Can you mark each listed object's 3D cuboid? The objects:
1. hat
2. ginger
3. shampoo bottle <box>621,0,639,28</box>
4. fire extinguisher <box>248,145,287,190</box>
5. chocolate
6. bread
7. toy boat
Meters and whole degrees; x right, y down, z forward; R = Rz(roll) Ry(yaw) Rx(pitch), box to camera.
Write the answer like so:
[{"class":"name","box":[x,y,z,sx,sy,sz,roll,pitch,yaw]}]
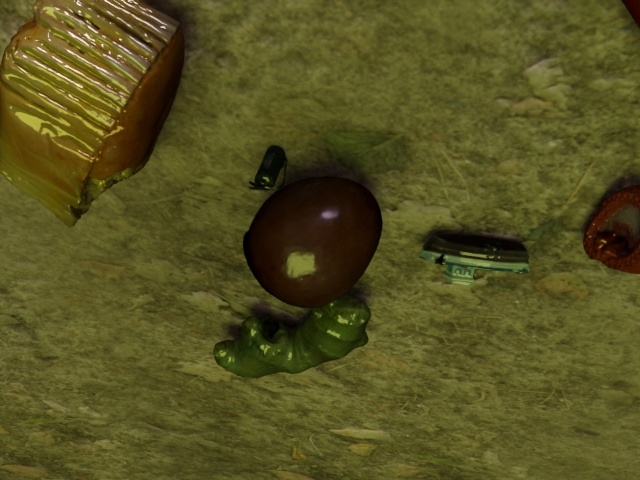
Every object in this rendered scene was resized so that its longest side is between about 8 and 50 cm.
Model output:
[{"class":"hat","box":[0.414,-0.010,0.572,0.163,0.093,0.112,-3,142,-11]},{"class":"ginger","box":[-0.048,0.160,0.785,0.290,0.089,0.137,-15,118,23]},{"class":"shampoo bottle","box":[0.367,-0.182,0.425,0.314,0.076,0.118,38,121,-21]},{"class":"fire extinguisher","box":[-0.059,-0.081,0.582,0.038,0.083,0.025,18,131,-3]},{"class":"chocolate","box":[0.000,0.000,0.594,0.177,0.176,0.176,5,131,6]},{"class":"bread","box":[-0.233,-0.137,0.506,0.133,0.178,0.250,28,129,-19]},{"class":"toy boat","box":[0.199,0.028,0.642,0.140,0.059,0.066,7,113,7]}]
